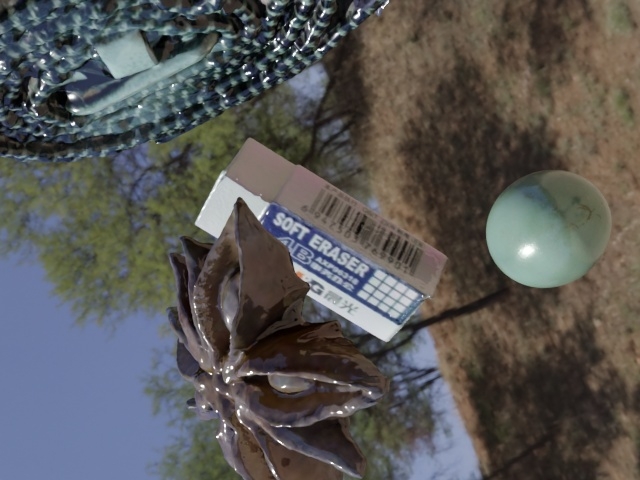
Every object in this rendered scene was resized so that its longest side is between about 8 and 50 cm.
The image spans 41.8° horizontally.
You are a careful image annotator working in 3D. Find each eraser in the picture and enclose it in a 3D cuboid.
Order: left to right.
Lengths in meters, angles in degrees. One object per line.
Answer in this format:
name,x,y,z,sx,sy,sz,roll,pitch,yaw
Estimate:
eraser,0.000,0.000,1.027,0.287,0.130,0.086,32,-130,-5

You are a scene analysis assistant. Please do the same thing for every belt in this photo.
belt,-0.124,-0.176,0.535,0.206,0.294,0.161,21,-130,-62

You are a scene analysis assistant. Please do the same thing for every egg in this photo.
egg,0.330,-0.017,1.218,0.231,0.168,0.168,108,140,-77

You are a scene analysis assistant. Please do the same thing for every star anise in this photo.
star anise,-0.052,0.108,0.723,0.292,0.108,0.350,51,147,38
